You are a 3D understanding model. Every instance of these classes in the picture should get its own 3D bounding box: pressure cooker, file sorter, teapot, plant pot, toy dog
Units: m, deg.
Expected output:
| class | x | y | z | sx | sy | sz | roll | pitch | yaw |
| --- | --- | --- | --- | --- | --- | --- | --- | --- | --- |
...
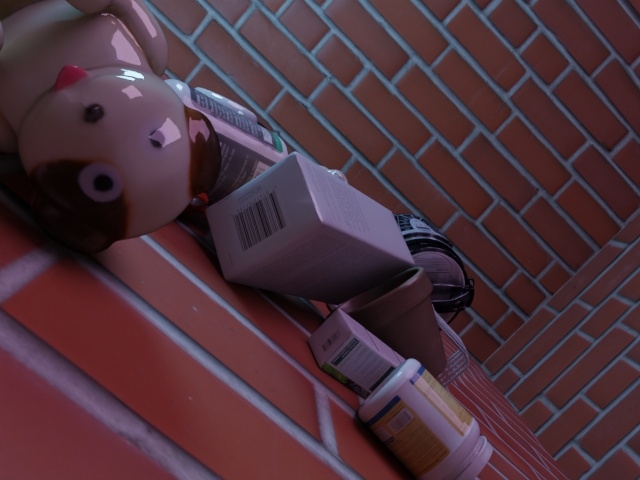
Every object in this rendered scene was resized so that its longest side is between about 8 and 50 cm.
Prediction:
| class | x | y | z | sx | sy | sz | roll | pitch | yaw |
| --- | --- | --- | --- | --- | --- | --- | --- | --- | --- |
| pressure cooker | 0.304 | 0.133 | 1.956 | 0.376 | 0.369 | 0.420 | 52 | 3 | -26 |
| file sorter | 0.284 | 0.302 | 1.547 | 0.173 | 0.193 | 0.277 | 48 | 7 | 8 |
| teapot | -0.335 | -0.360 | 1.820 | 0.252 | 0.187 | 0.256 | 25 | 2 | 5 |
| plant pot | 0.174 | 0.220 | 1.323 | 0.229 | 0.262 | 0.263 | 63 | 6 | -1 |
| toy dog | -0.315 | -0.166 | 0.727 | 0.408 | 0.284 | 0.396 | 46 | -30 | 34 |

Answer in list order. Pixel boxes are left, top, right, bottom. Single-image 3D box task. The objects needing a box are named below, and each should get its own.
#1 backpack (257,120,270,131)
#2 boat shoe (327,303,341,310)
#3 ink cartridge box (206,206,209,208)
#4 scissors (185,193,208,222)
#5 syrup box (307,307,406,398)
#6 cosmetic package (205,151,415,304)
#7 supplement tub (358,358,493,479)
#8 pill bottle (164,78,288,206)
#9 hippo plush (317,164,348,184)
| class | x | y | z | sx | sy | sz | roll | pitch | yaw |
| --- | --- | --- | --- | --- | --- | --- | --- | --- | --- |
| backpack | -0.292 | -0.357 | 2.081 | 0.355 | 0.274 | 0.290 | 21 | -13 | 40 |
| boat shoe | 0.073 | 0.165 | 1.607 | 0.083 | 0.076 | 0.226 | 44 | 6 | 2 |
| ink cartridge box | -0.251 | -0.163 | 1.380 | 0.176 | 0.069 | 0.371 | 53 | 28 | 10 |
| scissors | -0.233 | -0.056 | 1.138 | 0.297 | 0.108 | 0.021 | 37 | 51 | -63 |
| syrup box | 0.093 | 0.247 | 1.131 | 0.237 | 0.093 | 0.096 | 41 | 7 | -29 |
| cosmetic package | 0.000 | 0.000 | 1.202 | 0.453 | 0.230 | 0.162 | 24 | 42 | -58 |
| supplement tub | 0.178 | 0.319 | 0.970 | 0.200 | 0.144 | 0.144 | 46 | 7 | 11 |
| pill bottle | -0.259 | -0.192 | 1.132 | 0.361 | 0.204 | 0.204 | 25 | 17 | -39 |
| hippo plush | -0.062 | -0.061 | 1.510 | 0.234 | 0.236 | 0.294 | 62 | -29 | 29 |
